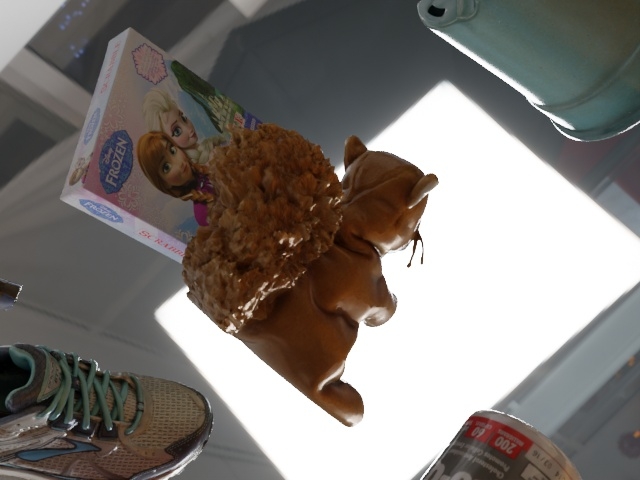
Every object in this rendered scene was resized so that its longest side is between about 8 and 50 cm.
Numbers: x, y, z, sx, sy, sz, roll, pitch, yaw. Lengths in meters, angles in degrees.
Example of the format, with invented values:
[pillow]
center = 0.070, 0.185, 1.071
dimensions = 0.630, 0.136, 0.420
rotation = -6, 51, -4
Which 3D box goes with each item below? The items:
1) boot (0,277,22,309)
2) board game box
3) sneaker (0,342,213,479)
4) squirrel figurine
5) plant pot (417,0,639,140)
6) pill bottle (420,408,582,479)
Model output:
[boot]
center = -0.578, 0.105, 1.492
dimensions = 0.106, 0.082, 0.219
rotation = 22, 157, -9
[board game box]
center = -0.241, -0.136, 1.415
dimensions = 0.318, 0.066, 0.318
rotation = 32, -128, -37
[sneaker]
center = -0.217, 0.142, 0.695
dimensions = 0.283, 0.122, 0.110
rotation = 5, -131, -24
[squirrel figurine]
center = 0.000, 0.000, 1.238
dimensions = 0.281, 0.370, 0.397
rotation = 35, 173, 44
[plant pot]
center = 0.354, -0.376, 1.324
dimensions = 0.334, 0.341, 0.341
rotation = 22, -166, -25
[pill bottle]
center = 0.159, 0.346, 0.966
dimensions = 0.161, 0.283, 0.161
rotation = 34, 154, 19
